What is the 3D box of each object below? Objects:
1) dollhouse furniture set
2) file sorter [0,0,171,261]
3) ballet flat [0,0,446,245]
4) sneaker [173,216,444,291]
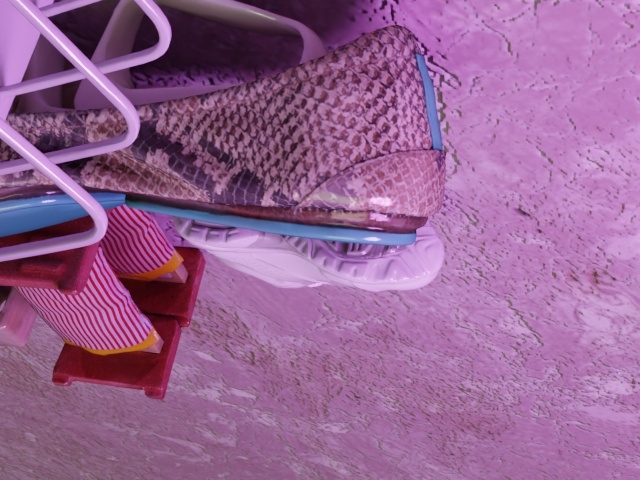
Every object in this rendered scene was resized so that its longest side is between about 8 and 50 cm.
[{"bbox_3d":[-0.314,0.018,1.181,0.374,0.152,0.201,3,149,23],"label":"dollhouse furniture set"},{"bbox_3d":[-0.188,-0.146,0.704,0.173,0.278,0.193,-10,142,33],"label":"file sorter"},{"bbox_3d":[-0.142,-0.081,0.904,0.483,0.182,0.164,-2,180,25],"label":"ballet flat"},{"bbox_3d":[0.000,0.000,1.074,0.232,0.090,0.115,13,159,25],"label":"sneaker"}]
